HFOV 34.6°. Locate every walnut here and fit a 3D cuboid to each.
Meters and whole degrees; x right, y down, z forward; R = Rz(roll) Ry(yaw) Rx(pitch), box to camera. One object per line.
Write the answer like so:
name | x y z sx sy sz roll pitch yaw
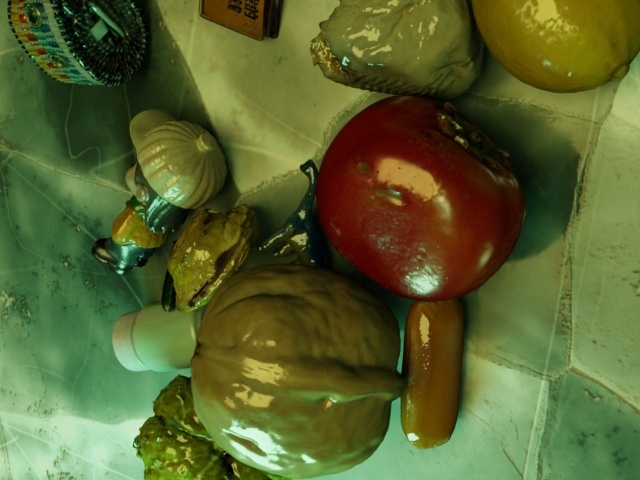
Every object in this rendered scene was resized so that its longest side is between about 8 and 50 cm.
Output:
walnut | -0.041 0.216 1.729 0.381 0.381 0.381 6 103 29

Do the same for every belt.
belt | -0.463 -0.411 1.917 0.160 0.295 0.207 10 74 30

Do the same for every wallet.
wallet | -0.144 -0.464 1.832 0.161 0.042 0.196 25 128 24

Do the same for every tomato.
tomato | 0.155 -0.067 1.611 0.325 0.293 0.290 37 121 -2

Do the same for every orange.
orange | -0.191 0.389 1.926 0.300 0.223 0.301 27 77 -4

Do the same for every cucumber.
cucumber | -0.283 0.067 1.990 0.036 0.184 0.033 -30 124 28

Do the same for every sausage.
sausage | 0.191 0.225 1.764 0.105 0.105 0.275 10 106 28

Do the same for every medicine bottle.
medicine bottle | -0.284 0.183 2.011 0.225 0.139 0.139 -12 93 31

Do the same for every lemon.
lemon | 0.343 -0.339 1.492 0.236 0.236 0.263 -25 67 31

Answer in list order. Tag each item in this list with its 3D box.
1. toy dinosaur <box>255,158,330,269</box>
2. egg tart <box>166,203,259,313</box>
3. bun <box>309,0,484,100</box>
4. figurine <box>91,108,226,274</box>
toy dinosaur | 0.000 0.000 1.850 0.188 0.075 0.248 -41 91 25
egg tart | -0.209 0.023 1.889 0.106 0.241 0.241 37 121 -18
bun | 0.132 -0.333 1.606 0.281 0.281 0.205 14 95 27
figurine | -0.298 -0.076 1.951 0.204 0.185 0.332 26 116 16
